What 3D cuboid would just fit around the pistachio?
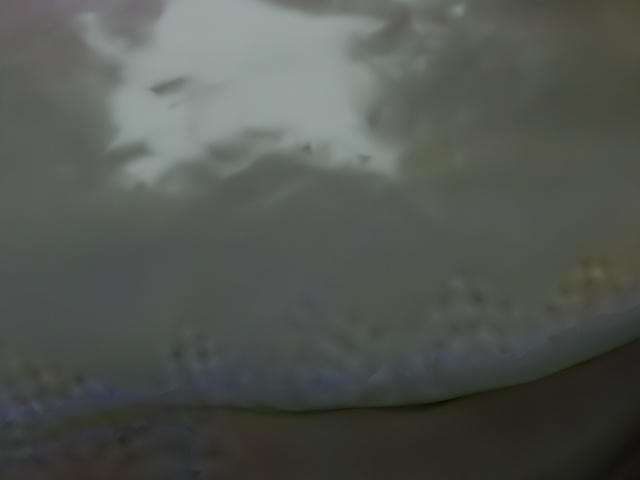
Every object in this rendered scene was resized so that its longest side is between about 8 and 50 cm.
[{"bbox_3d":[0.000,0.000,0.605,0.445,0.281,0.365,-28,27,-11],"label":"pistachio"}]
